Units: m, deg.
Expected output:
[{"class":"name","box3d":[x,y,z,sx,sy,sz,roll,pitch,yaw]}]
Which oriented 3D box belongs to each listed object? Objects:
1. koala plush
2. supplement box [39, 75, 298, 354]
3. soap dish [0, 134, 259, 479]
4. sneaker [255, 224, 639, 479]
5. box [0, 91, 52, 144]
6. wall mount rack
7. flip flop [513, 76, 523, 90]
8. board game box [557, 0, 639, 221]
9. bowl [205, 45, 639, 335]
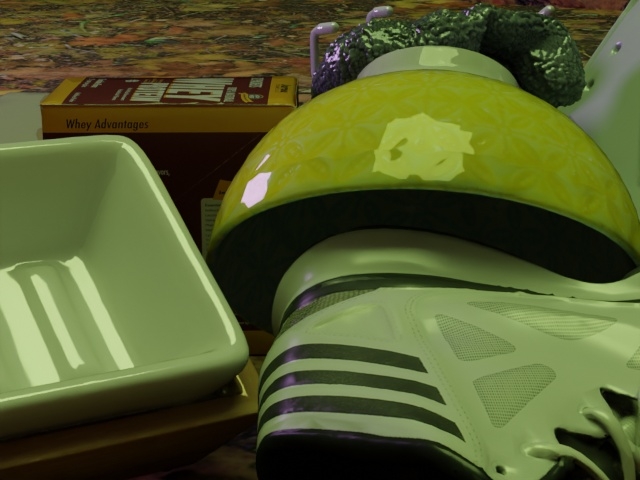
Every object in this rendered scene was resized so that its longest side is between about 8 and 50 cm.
[{"class":"koala plush","box3d":[0.099,-0.056,1.214,0.196,0.221,0.203,-22,-17,40]},{"class":"supplement box","box3d":[-0.110,-0.023,1.196,0.191,0.194,0.129,0,15,0]},{"class":"soap dish","box3d":[-0.205,0.055,0.914,0.290,0.118,0.229,-9,50,-30]},{"class":"sneaker","box3d":[0.179,0.122,0.827,0.447,0.169,0.257,3,31,7]},{"class":"box","box3d":[-0.270,-0.032,1.334,0.121,0.148,0.311,3,17,9]},{"class":"wall mount rack","box3d":[0.164,-0.277,2.244,0.304,0.131,0.350,7,18,25]},{"class":"flip flop","box3d":[0.122,-0.087,1.406,0.080,0.112,0.277,-16,-17,-32]},{"class":"board game box","box3d":[0.297,-0.083,1.144,0.050,0.390,0.390,34,0,-22]},{"class":"bowl","box3d":[0.074,-0.036,1.033,0.289,0.156,0.289,4,-25,2]}]
